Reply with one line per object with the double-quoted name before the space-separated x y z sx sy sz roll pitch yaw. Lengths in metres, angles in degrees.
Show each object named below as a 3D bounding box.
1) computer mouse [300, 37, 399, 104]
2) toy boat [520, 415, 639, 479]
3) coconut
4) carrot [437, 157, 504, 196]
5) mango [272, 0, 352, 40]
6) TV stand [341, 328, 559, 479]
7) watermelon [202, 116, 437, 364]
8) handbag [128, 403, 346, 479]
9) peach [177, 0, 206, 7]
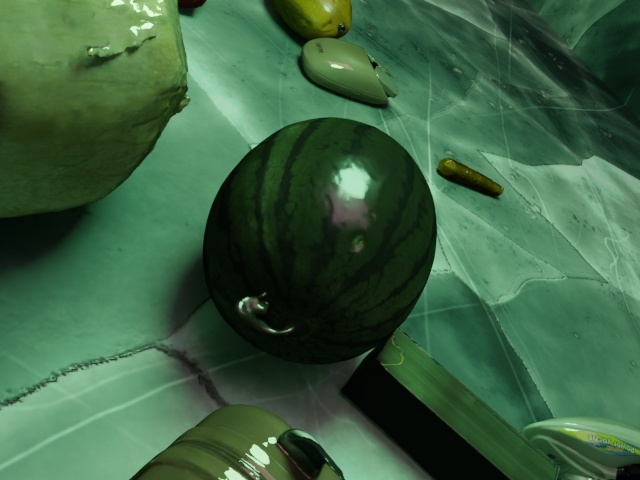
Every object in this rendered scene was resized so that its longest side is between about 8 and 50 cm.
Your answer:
"computer mouse" 0.068 -0.385 1.365 0.237 0.082 0.145 12 43 -27
"toy boat" 0.401 0.321 0.843 0.270 0.140 0.140 13 43 -24
"coconut" -0.314 -0.221 0.654 0.405 0.404 0.404 21 40 -19
"carrot" 0.335 -0.137 1.346 0.171 0.042 0.042 21 40 -24
"mango" -0.033 -0.593 1.455 0.187 0.144 0.359 1 44 -30
"TV stand" 0.161 0.239 0.770 0.269 0.088 0.083 41 39 6
"watermelon" 0.000 0.000 0.745 0.279 0.279 0.359 31 36 -7
"handbag" -0.023 0.262 0.443 0.302 0.283 0.149 44 40 10
"peach" -0.280 -0.561 1.208 0.197 0.197 0.197 21 40 -19
